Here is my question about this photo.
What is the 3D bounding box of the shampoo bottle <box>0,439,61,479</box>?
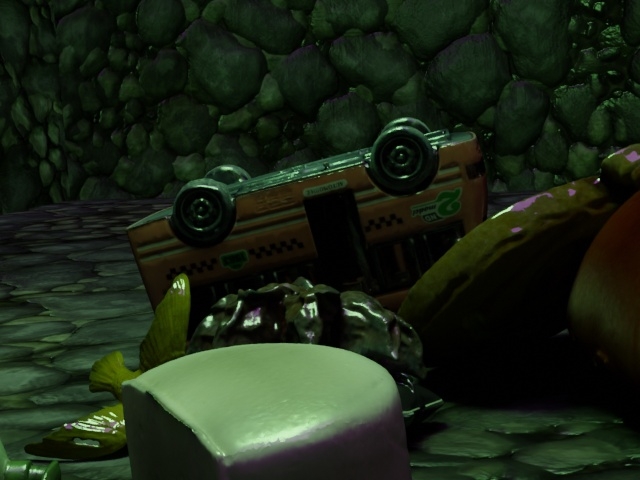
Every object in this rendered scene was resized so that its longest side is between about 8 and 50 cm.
[{"bbox_3d":[-0.315,0.189,0.902,0.234,0.087,0.118,-3,9,-2],"label":"shampoo bottle"}]

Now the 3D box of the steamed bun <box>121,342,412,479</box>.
[{"bbox_3d":[-0.028,0.153,0.817,0.164,0.146,0.242,-12,11,-23],"label":"steamed bun"}]

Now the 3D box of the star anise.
[{"bbox_3d":[-0.015,0.089,1.197,0.236,0.109,0.223,-1,-11,21],"label":"star anise"}]

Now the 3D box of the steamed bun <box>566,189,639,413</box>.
[{"bbox_3d":[0.430,0.036,1.094,0.379,0.248,0.235,-4,9,-10],"label":"steamed bun"}]

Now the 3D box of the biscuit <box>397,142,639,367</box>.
[{"bbox_3d":[0.266,0.027,1.276,0.394,0.070,0.350,-15,-27,-32],"label":"biscuit"}]

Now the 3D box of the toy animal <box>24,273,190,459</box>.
[{"bbox_3d":[-0.153,0.149,1.135,0.155,0.219,0.095,33,-10,1],"label":"toy animal"}]

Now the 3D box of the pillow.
[{"bbox_3d":[0.042,0.155,1.125,0.136,0.055,0.091,-2,27,31],"label":"pillow"}]

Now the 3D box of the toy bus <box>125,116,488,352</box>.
[{"bbox_3d":[0.000,0.000,1.445,0.427,0.233,0.203,-14,7,8],"label":"toy bus"}]
